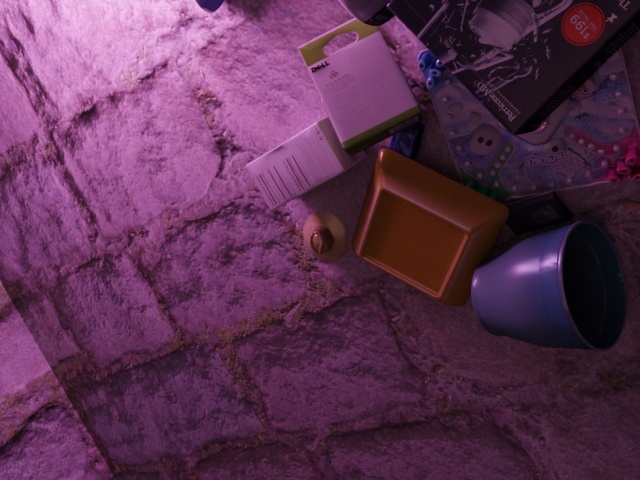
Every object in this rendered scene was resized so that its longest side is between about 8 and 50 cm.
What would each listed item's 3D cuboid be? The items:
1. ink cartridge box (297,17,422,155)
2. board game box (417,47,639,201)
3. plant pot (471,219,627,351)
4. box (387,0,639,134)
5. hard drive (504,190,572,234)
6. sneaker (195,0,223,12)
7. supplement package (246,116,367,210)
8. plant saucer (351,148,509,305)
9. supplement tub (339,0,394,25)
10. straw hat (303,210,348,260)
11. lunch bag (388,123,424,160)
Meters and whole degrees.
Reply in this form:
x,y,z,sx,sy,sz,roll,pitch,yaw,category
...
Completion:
x,y,z,sx,sy,sz,roll,pitch,yaw,category
0.089,-0.348,1.574,0.189,0.097,0.255,-25,83,7,ink cartridge box
0.436,-0.258,1.467,0.390,0.050,0.390,-10,119,30,board game box
0.483,0.109,1.544,0.255,0.272,0.271,-12,106,47,plant pot
0.360,-0.417,1.261,0.343,0.179,0.312,49,119,12,box
0.474,-0.059,1.568,0.135,0.022,0.094,-18,136,38,hard drive
-0.251,-0.715,1.645,0.182,0.127,0.315,-15,111,28,sneaker
-0.036,-0.195,1.741,0.244,0.139,0.133,-26,97,35,supplement package
0.232,-0.007,1.676,0.333,0.081,0.332,28,134,15,plant saucer
0.175,-0.608,1.406,0.338,0.207,0.207,-35,93,34,supplement tub
0.000,0.000,1.855,0.145,0.061,0.144,11,116,23,straw hat
0.196,-0.237,1.642,0.065,0.067,0.098,21,117,17,lunch bag
